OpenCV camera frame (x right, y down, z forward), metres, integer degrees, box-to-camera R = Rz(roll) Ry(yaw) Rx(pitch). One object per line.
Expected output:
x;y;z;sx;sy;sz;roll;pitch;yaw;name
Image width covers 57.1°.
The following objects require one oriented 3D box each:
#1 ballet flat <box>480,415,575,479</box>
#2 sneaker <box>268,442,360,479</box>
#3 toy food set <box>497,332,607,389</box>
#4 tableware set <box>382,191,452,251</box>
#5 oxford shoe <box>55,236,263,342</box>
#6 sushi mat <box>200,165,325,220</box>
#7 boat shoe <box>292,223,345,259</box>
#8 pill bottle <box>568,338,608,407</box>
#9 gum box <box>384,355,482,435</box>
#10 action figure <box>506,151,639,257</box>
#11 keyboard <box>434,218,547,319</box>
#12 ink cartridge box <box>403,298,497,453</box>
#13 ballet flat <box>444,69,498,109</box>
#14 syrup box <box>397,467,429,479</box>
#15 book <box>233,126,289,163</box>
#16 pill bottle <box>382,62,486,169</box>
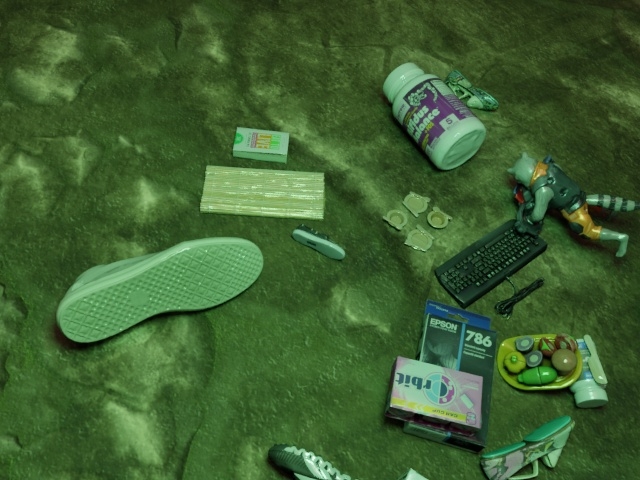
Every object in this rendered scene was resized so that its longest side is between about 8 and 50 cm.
0.433;0.436;1.202;0.222;0.077;0.079;-20;80;-15;ballet flat
-0.005;0.470;1.104;0.234;0.078;0.106;27;54;7;sneaker
0.495;0.252;1.278;0.218;0.071;0.128;-8;56;17;toy food set
0.253;-0.053;1.526;0.141;0.020;0.169;37;60;16;tableware set
-0.343;0.085;1.279;0.450;0.169;0.130;-19;25;-21;oxford shoe
-0.143;-0.125;1.516;0.317;0.019;0.151;3;55;-6;sushi mat
0.000;0.000;1.437;0.142;0.049;0.040;25;56;11;boat shoe
0.586;0.296;1.307;0.078;0.078;0.137;3;56;-6;pill bottle
0.232;0.313;1.179;0.189;0.062;0.107;13;56;2;gum box
0.653;-0.138;1.547;0.330;0.178;0.341;28;50;-2;action figure
0.453;0.074;1.465;0.317;0.033;0.201;-30;66;-24;keyboard
0.291;0.276;1.288;0.166;0.065;0.332;15;55;2;ink cartridge box
0.455;-0.444;1.800;0.070;0.070;0.188;-34;65;-26;ballet flat
0.145;0.548;1.062;0.093;0.096;0.236;29;57;9;syrup box
-0.160;-0.262;1.600;0.144;0.035;0.096;5;52;-3;book
0.307;-0.355;1.645;0.169;0.169;0.301;-24;62;-22;pill bottle
